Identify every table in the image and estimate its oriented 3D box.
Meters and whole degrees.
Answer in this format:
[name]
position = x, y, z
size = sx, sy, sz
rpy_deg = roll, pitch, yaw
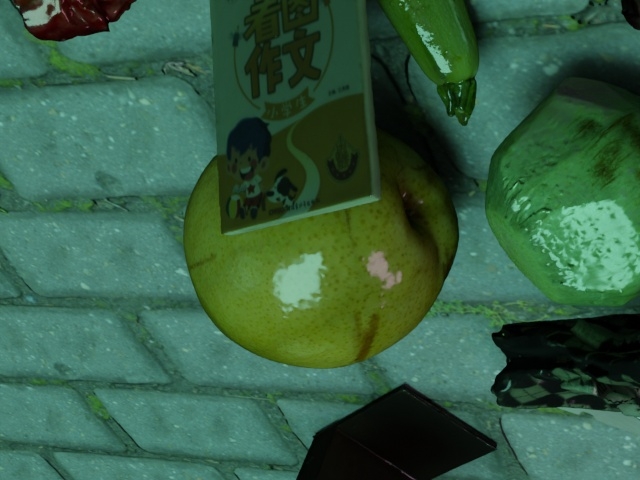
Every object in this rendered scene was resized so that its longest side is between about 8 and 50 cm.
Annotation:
[table]
position = 0.090, 0.401, 1.955
size = 0.196, 0.250, 0.282
rpy_deg = 35, 143, -12

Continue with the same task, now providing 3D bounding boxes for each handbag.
[handbag]
position = 0.392, 0.134, 1.316
size = 0.317, 0.180, 0.416
rpy_deg = 5, 175, -22

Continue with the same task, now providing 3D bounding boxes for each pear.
[pear]
position = 0.000, 0.000, 1.473
size = 0.314, 0.314, 0.314
rpy_deg = 16, 144, 12

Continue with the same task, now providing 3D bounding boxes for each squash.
[squash]
position = 0.115, -0.213, 1.310
size = 0.090, 0.075, 0.200
rpy_deg = -24, 101, 25

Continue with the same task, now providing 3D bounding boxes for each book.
[book]
position = -0.032, -0.166, 1.309
size = 0.208, 0.295, 0.020
rpy_deg = -13, 166, 41

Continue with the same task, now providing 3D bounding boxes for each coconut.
[coconut]
position = 0.288, -0.050, 1.302
size = 0.236, 0.236, 0.204
rpy_deg = 10, 159, 21

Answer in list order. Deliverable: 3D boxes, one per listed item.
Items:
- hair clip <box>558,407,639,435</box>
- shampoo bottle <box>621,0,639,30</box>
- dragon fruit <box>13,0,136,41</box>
[hair clip]
position = 0.404, 0.191, 1.641
size = 0.331, 0.085, 0.101
rpy_deg = 15, 142, 24
[shampoo bottle]
position = 0.261, -0.321, 1.077
size = 0.129, 0.084, 0.323
rpy_deg = 7, 142, 33
[dragon fruit]
position = -0.168, -0.316, 1.192
size = 0.302, 0.330, 0.240
rpy_deg = 23, 166, 0
